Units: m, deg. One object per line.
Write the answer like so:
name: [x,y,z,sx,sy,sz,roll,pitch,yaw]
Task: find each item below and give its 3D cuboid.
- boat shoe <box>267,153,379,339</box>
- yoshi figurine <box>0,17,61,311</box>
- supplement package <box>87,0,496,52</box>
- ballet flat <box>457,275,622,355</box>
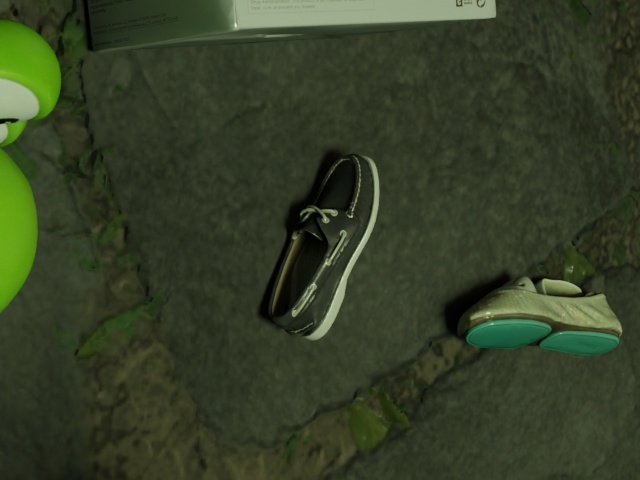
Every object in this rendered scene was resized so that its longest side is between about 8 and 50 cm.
boat shoe: [0.000,0.000,0.909,0.038,0.046,0.125,26,83,-42]
yoshi figurine: [-0.262,-0.027,0.609,0.362,0.204,0.203,-7,111,-42]
supplement package: [-0.024,-0.217,0.813,0.194,0.149,0.203,-9,97,-39]
ballet flat: [0.155,0.053,1.043,0.168,0.057,0.052,11,56,-43]
